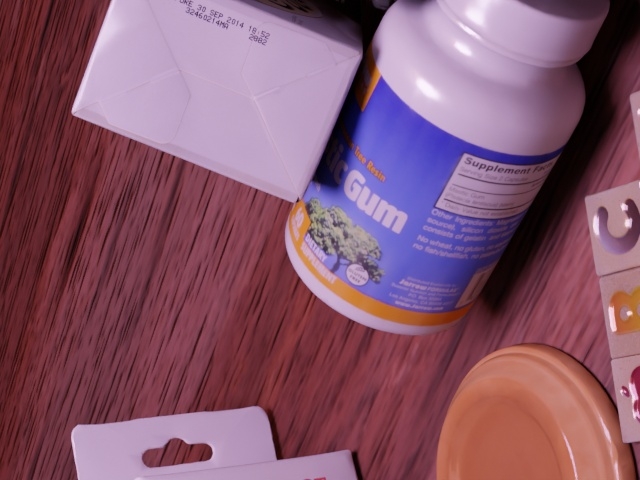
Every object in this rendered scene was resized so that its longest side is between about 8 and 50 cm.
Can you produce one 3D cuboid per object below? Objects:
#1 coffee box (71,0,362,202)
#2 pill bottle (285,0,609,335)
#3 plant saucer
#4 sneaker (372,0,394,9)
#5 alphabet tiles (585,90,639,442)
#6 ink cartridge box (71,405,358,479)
[{"bbox_3d":[-0.065,-0.140,1.287,0.297,0.168,0.119,-83,15,-75],"label":"coffee box"},{"bbox_3d":[0.089,-0.077,1.211,0.152,0.152,0.272,57,136,36],"label":"pill bottle"},{"bbox_3d":[0.144,0.174,1.249,0.200,0.037,0.200,4,95,55],"label":"plant saucer"},{"bbox_3d":[0.027,-0.231,1.061,0.106,0.101,0.267,31,167,10],"label":"sneaker"},{"bbox_3d":[0.288,0.022,1.050,0.342,0.011,0.285,-18,77,55],"label":"alphabet tiles"},{"bbox_3d":[-0.060,0.291,1.403,0.119,0.207,0.353,-38,62,52],"label":"ink cartridge box"}]
